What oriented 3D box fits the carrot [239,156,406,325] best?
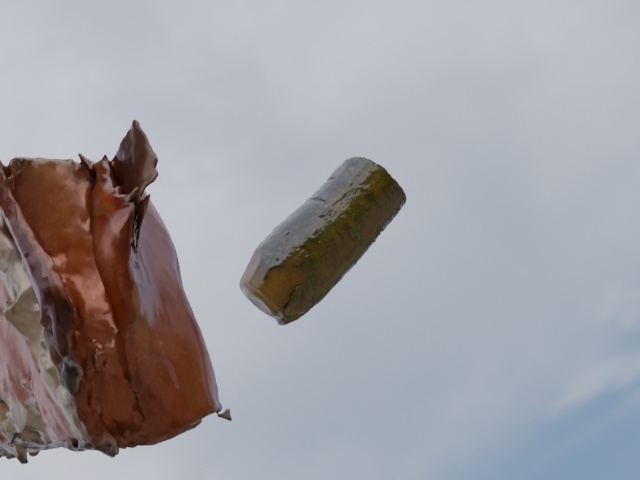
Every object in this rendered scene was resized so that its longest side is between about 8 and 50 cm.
[{"bbox_3d":[0.000,0.000,1.411,0.173,0.082,0.082,-47,-24,-20],"label":"carrot"}]

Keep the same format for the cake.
[{"bbox_3d":[-0.116,0.067,0.717,0.098,0.135,0.287,-20,-20,-24],"label":"cake"}]
